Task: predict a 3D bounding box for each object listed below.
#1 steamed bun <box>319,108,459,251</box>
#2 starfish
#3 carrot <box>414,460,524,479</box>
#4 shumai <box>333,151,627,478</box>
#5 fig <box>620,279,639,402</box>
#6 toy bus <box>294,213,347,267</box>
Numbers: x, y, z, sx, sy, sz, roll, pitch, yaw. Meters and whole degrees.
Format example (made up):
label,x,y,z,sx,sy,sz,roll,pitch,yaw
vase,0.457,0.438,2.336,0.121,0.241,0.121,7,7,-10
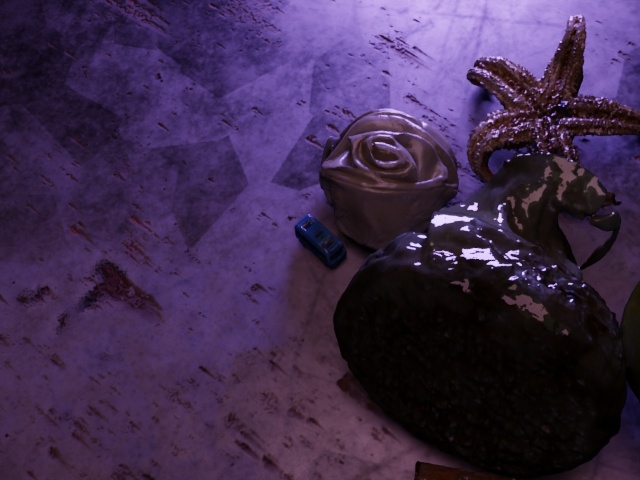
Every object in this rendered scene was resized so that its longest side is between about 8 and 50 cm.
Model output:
label,x,y,z,sx,sy,sz,roll,pitch,yaw
steamed bun,0.095,-0.110,1.540,0.211,0.144,0.218,39,72,24
starfish,0.367,-0.198,1.578,0.303,0.113,0.312,6,72,13
carrot,0.239,0.345,1.321,0.263,0.102,0.102,6,63,2
shumai,0.244,0.086,1.354,0.395,0.395,0.348,24,47,18
fig,0.515,0.125,1.291,0.316,0.316,0.316,-3,62,5
toy bus,0.000,0.000,1.549,0.038,0.046,0.083,-41,64,-14
